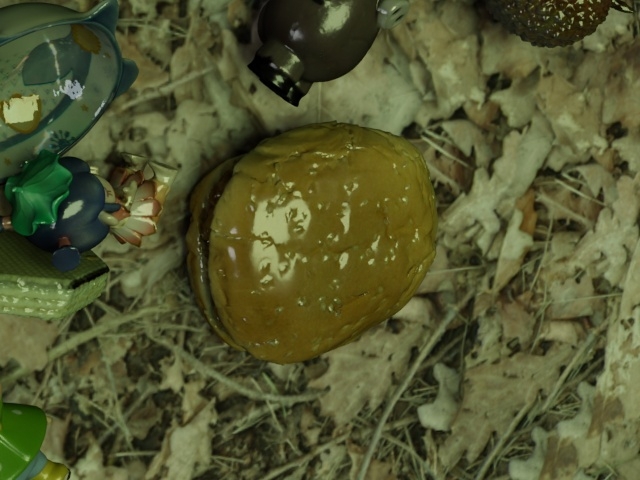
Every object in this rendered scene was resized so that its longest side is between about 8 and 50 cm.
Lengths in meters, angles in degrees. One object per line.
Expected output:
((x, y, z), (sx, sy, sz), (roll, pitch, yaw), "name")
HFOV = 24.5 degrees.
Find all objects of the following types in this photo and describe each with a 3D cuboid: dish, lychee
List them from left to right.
((-0.286, -0.161, 1.367), (0.228, 0.086, 0.236), (-52, 155, 22), "dish")
((0.264, -0.297, 1.657), (0.197, 0.165, 0.165), (12, 99, -20), "lychee")

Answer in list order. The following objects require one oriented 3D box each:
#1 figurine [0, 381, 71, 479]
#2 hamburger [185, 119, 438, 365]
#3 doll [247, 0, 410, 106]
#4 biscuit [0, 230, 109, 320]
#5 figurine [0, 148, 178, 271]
((-0.350, 0.162, 1.409), (0.263, 0.143, 0.162), (55, 53, -26), "figurine")
((-0.001, -0.001, 1.598), (0.283, 0.145, 0.259), (-28, 116, -29), "hamburger")
((0.027, -0.259, 1.527), (0.117, 0.182, 0.257), (43, 91, 10), "doll")
((-0.319, 0.028, 1.395), (0.252, 0.150, 0.052), (6, 109, -35), "biscuit")
((-0.223, -0.032, 1.437), (0.195, 0.111, 0.102), (-1, 105, -55), "figurine")
